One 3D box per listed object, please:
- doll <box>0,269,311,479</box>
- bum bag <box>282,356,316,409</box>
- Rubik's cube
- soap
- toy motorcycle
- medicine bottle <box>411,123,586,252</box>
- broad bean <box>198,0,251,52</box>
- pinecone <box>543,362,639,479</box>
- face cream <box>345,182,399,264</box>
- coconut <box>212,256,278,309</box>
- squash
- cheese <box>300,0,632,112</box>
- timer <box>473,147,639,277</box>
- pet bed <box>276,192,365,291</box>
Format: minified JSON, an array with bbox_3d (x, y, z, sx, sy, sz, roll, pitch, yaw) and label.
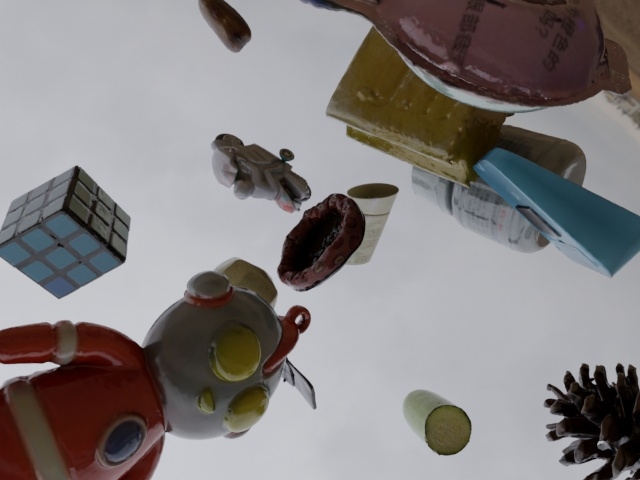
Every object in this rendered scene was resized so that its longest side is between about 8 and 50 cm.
[{"bbox_3d":[-0.136,0.131,0.373,0.336,0.200,0.105,-21,-156,-38],"label":"doll"},{"bbox_3d":[-0.065,0.359,1.165,0.026,0.109,0.159,-27,-142,-26],"label":"bum bag"},{"bbox_3d":[-0.487,-0.017,0.874,0.162,0.160,0.163,58,-173,-43],"label":"Rubik's cube"},{"bbox_3d":[0.216,-0.304,0.907,0.335,0.294,0.156,34,-174,38],"label":"soap"},{"bbox_3d":[-0.148,-0.145,1.028,0.260,0.110,0.171,34,-136,-3],"label":"toy motorcycle"},{"bbox_3d":[0.382,-0.134,1.002,0.245,0.245,0.306,-3,-153,-46],"label":"medicine bottle"},{"bbox_3d":[-0.256,-0.579,1.187,0.165,0.084,0.114,48,174,7],"label":"broad bean"},{"bbox_3d":[0.537,0.343,0.820,0.264,0.264,0.264,25,-143,-21],"label":"pinecone"},{"bbox_3d":[0.139,-0.054,1.566,0.173,0.349,0.081,3,-135,-12],"label":"face cream"},{"bbox_3d":[-0.226,0.161,1.320,0.224,0.224,0.224,25,-143,-21],"label":"coconut"},{"bbox_3d":[0.307,0.488,1.262,0.132,0.133,0.247,37,173,-5],"label":"squash"},{"bbox_3d":[0.084,-0.168,0.324,0.285,0.074,0.189,18,-128,2],"label":"cheese"},{"bbox_3d":[0.366,-0.067,0.721,0.250,0.091,0.232,41,-166,6],"label":"timer"},{"bbox_3d":[0.000,0.000,0.823,0.053,0.201,0.201,42,-150,-30],"label":"pet bed"}]
